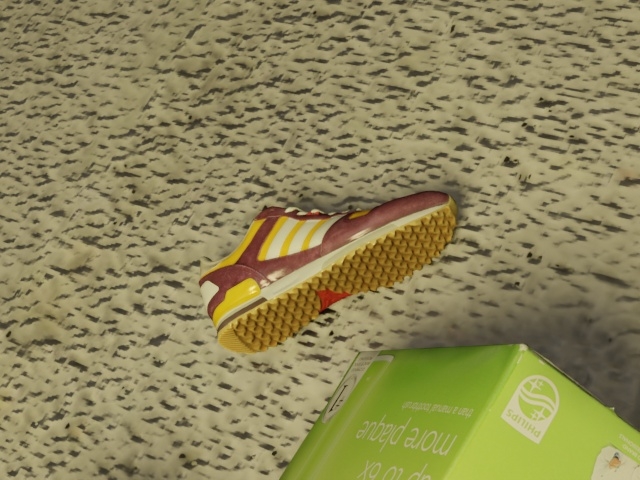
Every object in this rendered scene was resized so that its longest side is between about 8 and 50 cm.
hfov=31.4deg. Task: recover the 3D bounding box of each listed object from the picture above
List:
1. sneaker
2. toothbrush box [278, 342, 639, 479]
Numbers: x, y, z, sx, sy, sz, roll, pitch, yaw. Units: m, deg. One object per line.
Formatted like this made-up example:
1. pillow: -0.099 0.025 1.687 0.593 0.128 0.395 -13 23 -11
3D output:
1. sneaker: 0.000 0.000 0.772 0.186 0.069 0.083 -27 58 6
2. toothbrush box: 0.024 0.197 0.540 0.283 0.122 0.206 -57 11 -14
